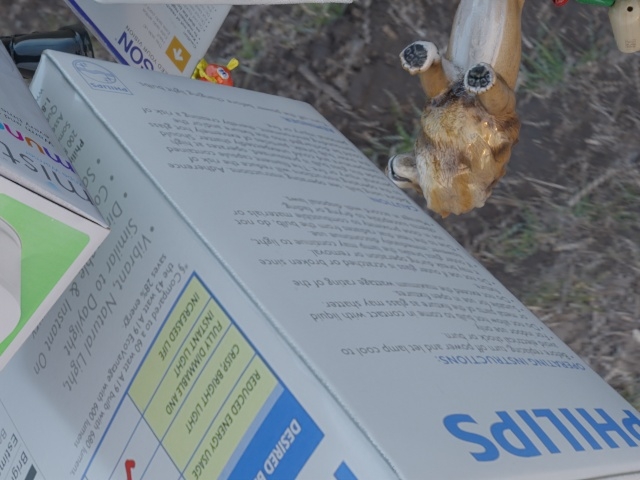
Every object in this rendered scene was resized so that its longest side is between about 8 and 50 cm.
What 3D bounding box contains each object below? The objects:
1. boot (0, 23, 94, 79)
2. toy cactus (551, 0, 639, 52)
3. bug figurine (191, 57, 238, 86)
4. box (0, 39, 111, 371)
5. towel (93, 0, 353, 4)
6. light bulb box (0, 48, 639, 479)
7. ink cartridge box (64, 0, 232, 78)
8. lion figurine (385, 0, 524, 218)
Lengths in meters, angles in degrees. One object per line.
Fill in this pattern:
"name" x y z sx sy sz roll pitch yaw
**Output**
"boot" -0.452 -0.247 1.809 0.246 0.207 0.094 19 121 56
"toy cactus" 0.377 -0.307 1.534 0.219 0.180 0.112 -13 40 4
"bug figurine" -0.115 -0.101 1.705 0.279 0.072 0.216 44 116 1
"box" -0.252 0.012 0.595 0.262 0.126 0.231 -51 42 9
"towel" -0.050 -0.286 0.815 0.034 0.209 0.285 -117 27 -56
"light bulb box" -0.058 0.144 0.728 0.361 0.225 0.358 47 119 37
"ink cartridge box" -0.179 -0.310 1.014 0.071 0.324 0.330 -12 40 38
"lion figurine" 0.175 -0.228 1.392 0.142 0.240 0.392 16 81 20
